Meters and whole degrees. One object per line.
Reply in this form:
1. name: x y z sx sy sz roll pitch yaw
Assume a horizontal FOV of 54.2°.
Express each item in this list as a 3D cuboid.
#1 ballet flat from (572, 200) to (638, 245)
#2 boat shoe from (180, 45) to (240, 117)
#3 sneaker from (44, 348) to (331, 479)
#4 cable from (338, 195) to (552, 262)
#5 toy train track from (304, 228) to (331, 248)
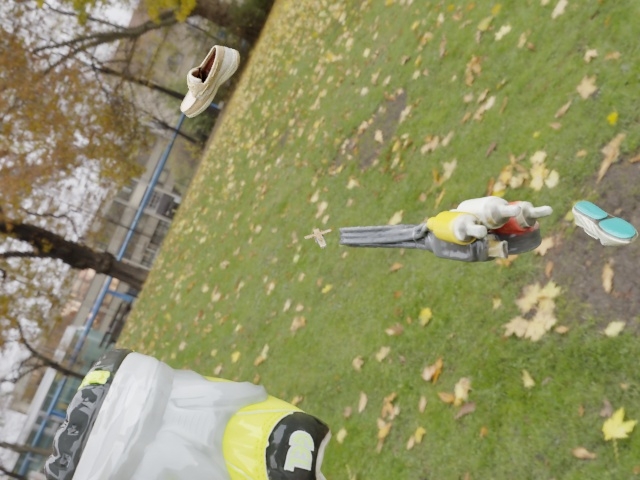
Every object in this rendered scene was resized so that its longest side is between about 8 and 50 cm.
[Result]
1. ballet flat: 0.519 -0.021 1.138 0.168 0.057 0.052 -109 5 -63
2. boat shoe: -0.224 -0.307 1.191 0.170 0.059 0.063 -43 51 29
3. sneaker: -0.065 0.223 0.448 0.385 0.147 0.145 87 -166 -52
4. cable: 0.137 -0.021 0.731 0.287 0.139 0.072 10 108 58
5. toy train track: 0.000 0.000 1.061 0.083 0.048 0.014 -115 9 -68
